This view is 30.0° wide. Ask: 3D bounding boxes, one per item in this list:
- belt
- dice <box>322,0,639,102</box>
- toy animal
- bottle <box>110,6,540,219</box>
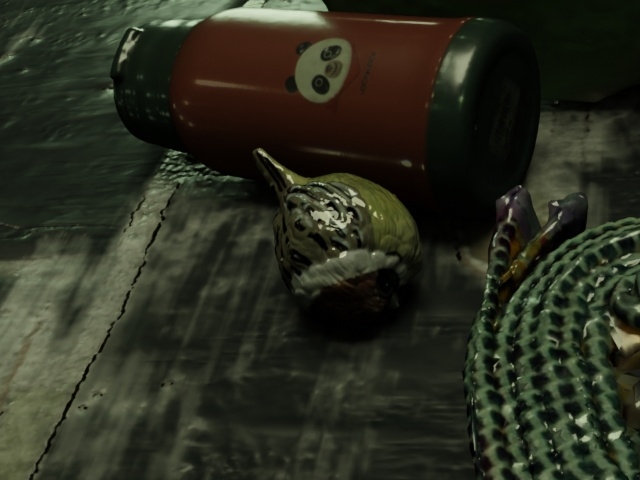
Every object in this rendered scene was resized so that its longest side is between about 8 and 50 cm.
[{"bbox_3d":[0.176,0.093,0.574,0.206,0.161,0.295,-3,38,13],"label":"belt"},{"bbox_3d":[0.172,-0.329,0.953,0.318,0.322,0.330,10,51,14],"label":"dice"},{"bbox_3d":[0.000,0.000,0.794,0.137,0.098,0.098,29,44,-3],"label":"toy animal"},{"bbox_3d":[-0.011,-0.112,0.915,0.336,0.144,0.144,12,43,30],"label":"bottle"}]
